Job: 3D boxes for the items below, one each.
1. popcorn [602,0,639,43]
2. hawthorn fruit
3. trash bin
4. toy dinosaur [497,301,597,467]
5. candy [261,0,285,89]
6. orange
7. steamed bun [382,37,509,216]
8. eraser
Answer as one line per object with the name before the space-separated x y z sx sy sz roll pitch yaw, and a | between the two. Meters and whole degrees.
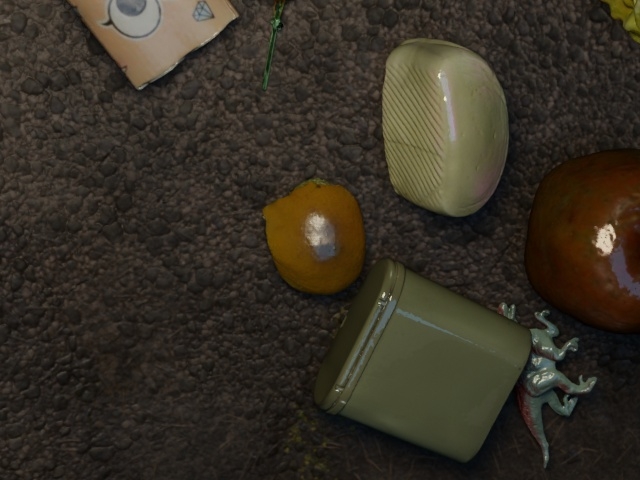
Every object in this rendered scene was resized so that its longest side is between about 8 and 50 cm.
popcorn | 0.539 -0.370 1.711 0.312 0.312 0.312 -3 106 -10
hawthorn fruit | 0.424 0.010 1.794 0.268 0.301 0.267 -1 99 -9
trash bin | 0.148 0.180 1.876 0.247 0.121 0.243 25 99 -12
toy dinosaur | 0.326 0.223 1.965 0.167 0.053 0.242 11 104 -2
candy | -0.061 -0.292 1.760 0.055 0.049 0.184 18 113 17
orange | 0.000 0.000 1.818 0.170 0.112 0.160 27 99 -28
steamed bun | 0.180 -0.161 1.778 0.152 0.170 0.238 -12 111 -31
eraser | -0.259 -0.358 1.675 0.171 0.087 0.290 -37 109 0
